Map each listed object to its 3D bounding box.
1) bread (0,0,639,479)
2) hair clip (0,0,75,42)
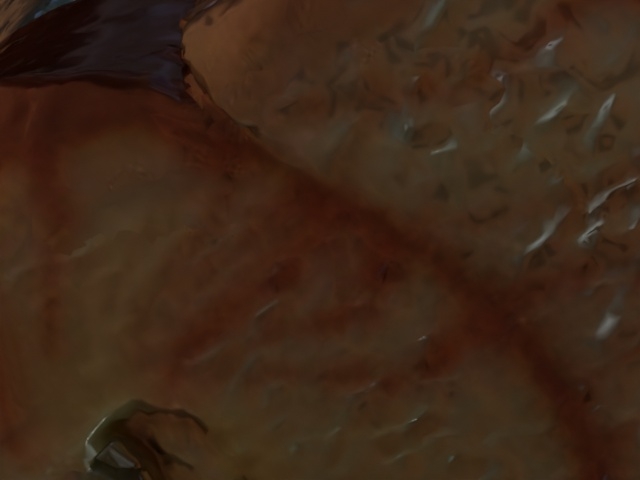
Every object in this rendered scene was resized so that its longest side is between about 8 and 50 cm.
[{"bbox_3d":[0.010,0.057,0.541,0.295,0.328,0.114,55,22,-17],"label":"bread"},{"bbox_3d":[-0.007,-0.175,0.964,0.238,0.392,0.318,27,17,-11],"label":"hair clip"}]
